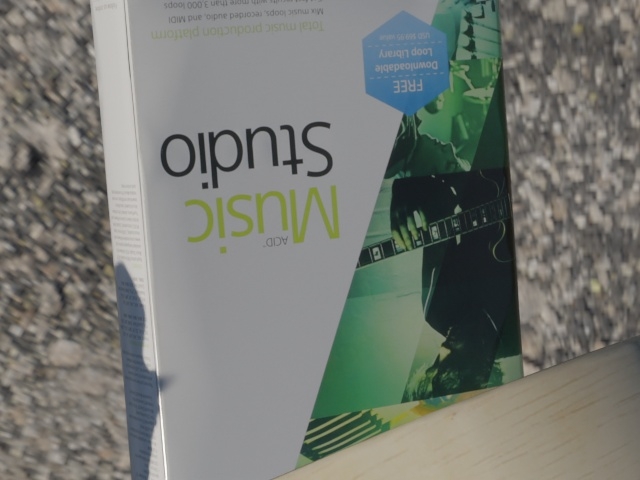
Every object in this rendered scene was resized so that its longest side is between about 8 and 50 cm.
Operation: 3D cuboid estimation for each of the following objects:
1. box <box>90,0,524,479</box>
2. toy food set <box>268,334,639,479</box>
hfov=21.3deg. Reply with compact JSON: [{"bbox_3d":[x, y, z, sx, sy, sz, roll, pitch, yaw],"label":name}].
[{"bbox_3d":[0.000,0.000,0.949,0.232,0.058,0.322,-8,97,-27],"label":"box"},{"bbox_3d":[0.012,0.172,0.447,0.306,0.092,0.220,-29,78,43],"label":"toy food set"}]
